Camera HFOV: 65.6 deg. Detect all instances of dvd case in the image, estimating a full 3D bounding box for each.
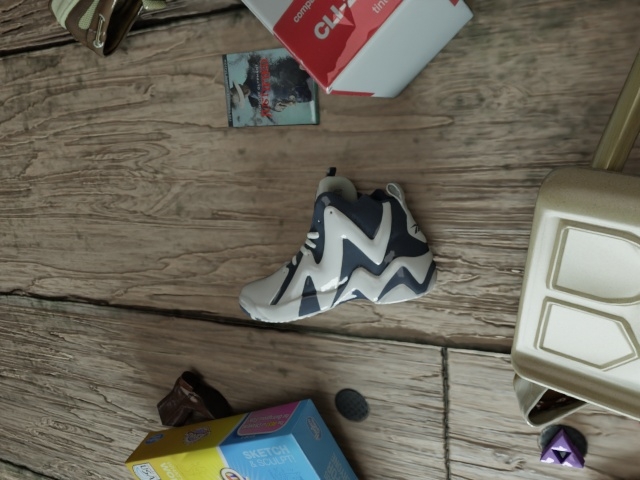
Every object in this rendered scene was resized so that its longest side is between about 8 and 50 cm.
[{"bbox_3d":[-0.059,-0.177,0.580,0.120,0.013,0.087,5,107,25],"label":"dvd case"}]

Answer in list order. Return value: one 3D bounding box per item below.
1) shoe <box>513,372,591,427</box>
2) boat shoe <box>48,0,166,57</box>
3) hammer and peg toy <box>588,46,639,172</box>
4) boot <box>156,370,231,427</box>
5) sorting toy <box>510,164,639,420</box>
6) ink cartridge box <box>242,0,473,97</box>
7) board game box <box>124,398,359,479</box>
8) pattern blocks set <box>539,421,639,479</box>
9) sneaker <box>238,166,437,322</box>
[{"bbox_3d":[0.284,0.116,0.475,0.076,0.058,0.219,50,119,5],"label":"shoe"},{"bbox_3d":[-0.208,-0.314,0.578,0.258,0.095,0.095,-30,105,35],"label":"boat shoe"},{"bbox_3d":[0.369,-0.099,0.336,0.361,0.127,0.265,33,118,14],"label":"hammer and peg toy"},{"bbox_3d":[-0.197,0.266,0.762,0.106,0.037,0.114,44,120,11],"label":"boot"},{"bbox_3d":[0.308,0.069,0.359,0.308,0.041,0.228,16,134,28],"label":"sorting toy"},{"bbox_3d":[-0.012,-0.261,0.429,0.273,0.197,0.114,48,117,5],"label":"ink cartridge box"},{"bbox_3d":[-0.095,0.363,0.703,0.317,0.064,0.242,-23,104,29],"label":"board game box"},{"bbox_3d":[0.376,0.317,0.509,0.325,0.026,0.285,46,118,7],"label":"pattern blocks set"},{"bbox_3d":[0.000,0.000,0.558,0.235,0.094,0.152,-11,98,27],"label":"sneaker"}]
